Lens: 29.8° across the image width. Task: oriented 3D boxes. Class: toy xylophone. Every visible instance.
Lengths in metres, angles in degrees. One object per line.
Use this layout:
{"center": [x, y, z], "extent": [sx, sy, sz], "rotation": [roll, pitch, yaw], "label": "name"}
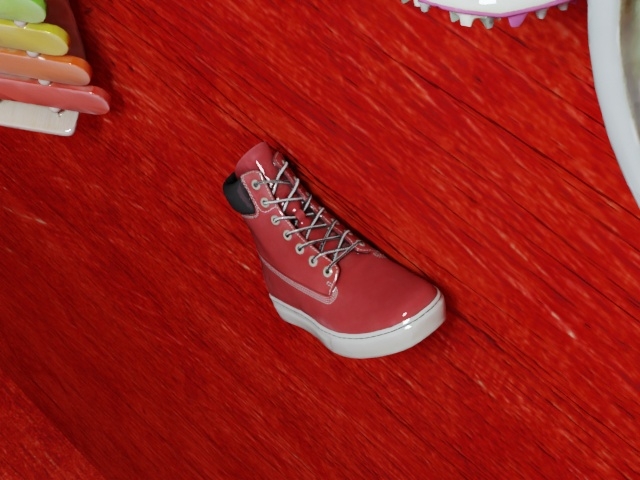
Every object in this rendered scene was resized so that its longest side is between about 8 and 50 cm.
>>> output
{"center": [-0.346, -0.225, 1.201], "extent": [0.236, 0.081, 0.322], "rotation": [6, 154, 14], "label": "toy xylophone"}

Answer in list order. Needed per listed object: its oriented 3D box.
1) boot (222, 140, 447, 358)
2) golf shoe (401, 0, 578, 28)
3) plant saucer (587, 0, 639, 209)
{"center": [0.000, 0.000, 1.046], "extent": [0.244, 0.088, 0.176], "rotation": [14, 133, 57], "label": "boot"}
{"center": [0.019, -0.219, 0.639], "extent": [0.306, 0.115, 0.140], "rotation": [26, 132, 33], "label": "golf shoe"}
{"center": [0.295, -0.054, 0.477], "extent": [0.400, 0.100, 0.400], "rotation": [38, 151, 26], "label": "plant saucer"}
